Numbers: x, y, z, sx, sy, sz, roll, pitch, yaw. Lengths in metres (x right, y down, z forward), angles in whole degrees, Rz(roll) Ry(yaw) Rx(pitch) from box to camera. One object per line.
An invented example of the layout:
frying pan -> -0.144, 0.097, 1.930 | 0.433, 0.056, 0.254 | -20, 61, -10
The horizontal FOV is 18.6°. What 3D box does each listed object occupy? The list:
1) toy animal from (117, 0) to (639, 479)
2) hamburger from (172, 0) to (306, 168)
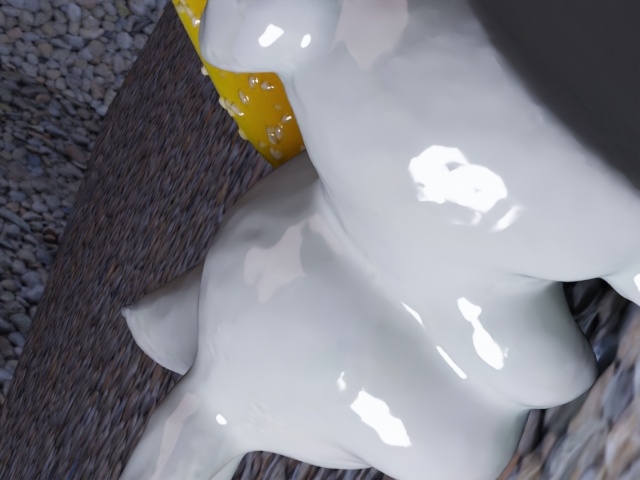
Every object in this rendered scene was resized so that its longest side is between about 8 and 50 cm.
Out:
toy animal -> 0.010, 0.003, 0.929 | 0.367, 0.241, 0.196 | -54, 15, 39
hamburger -> 0.026, -0.147, 1.073 | 0.227, 0.295, 0.151 | -23, 19, 29
